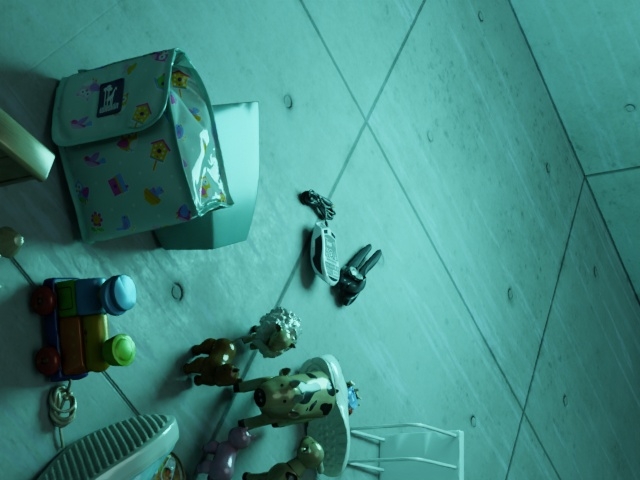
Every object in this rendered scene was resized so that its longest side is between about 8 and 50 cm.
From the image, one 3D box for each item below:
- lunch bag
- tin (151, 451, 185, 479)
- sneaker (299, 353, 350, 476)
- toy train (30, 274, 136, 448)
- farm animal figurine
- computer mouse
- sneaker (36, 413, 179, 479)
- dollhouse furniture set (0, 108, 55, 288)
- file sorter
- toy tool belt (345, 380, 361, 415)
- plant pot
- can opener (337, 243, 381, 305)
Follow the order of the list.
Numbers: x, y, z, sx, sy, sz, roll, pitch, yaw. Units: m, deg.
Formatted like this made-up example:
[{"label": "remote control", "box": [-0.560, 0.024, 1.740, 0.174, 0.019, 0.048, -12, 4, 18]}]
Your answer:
[{"label": "lunch bag", "box": [-0.276, -0.147, 1.755, 0.160, 0.223, 0.262, -27, 105, -64]}, {"label": "tin", "box": [-0.270, 0.413, 1.801, 0.106, 0.040, 0.189, 59, 38, -37]}, {"label": "sneaker", "box": [0.024, 0.338, 2.246, 0.095, 0.090, 0.235, 5, 79, -67]}, {"label": "toy train", "box": [-0.326, 0.171, 1.670, 0.105, 0.143, 0.248, 4, 79, -57]}, {"label": "farm animal figurine", "box": [-0.071, 0.298, 1.986, 0.327, 0.172, 0.330, -24, 97, -58]}, {"label": "computer mouse", "box": [0.000, 0.000, 2.331, 0.106, 0.042, 0.193, 30, 52, -57]}, {"label": "sneaker", "box": [-0.325, 0.386, 1.650, 0.366, 0.135, 0.150, -37, 122, -45]}, {"label": "dollhouse furniture set", "box": [-0.489, 0.007, 1.428, 0.303, 0.174, 0.355, 45, 46, -42]}, {"label": "file sorter", "box": [0.161, 0.514, 2.315, 0.173, 0.193, 0.277, 24, 62, -51]}, {"label": "toy tool belt", "box": [0.057, 0.318, 2.328, 0.052, 0.051, 0.083, -50, 124, -50]}, {"label": "plant pot", "box": [-0.201, -0.106, 1.929, 0.165, 0.166, 0.234, -17, 104, -58]}, {"label": "can opener", "box": [0.080, 0.060, 2.439, 0.059, 0.073, 0.186, 33, 40, -1]}]
